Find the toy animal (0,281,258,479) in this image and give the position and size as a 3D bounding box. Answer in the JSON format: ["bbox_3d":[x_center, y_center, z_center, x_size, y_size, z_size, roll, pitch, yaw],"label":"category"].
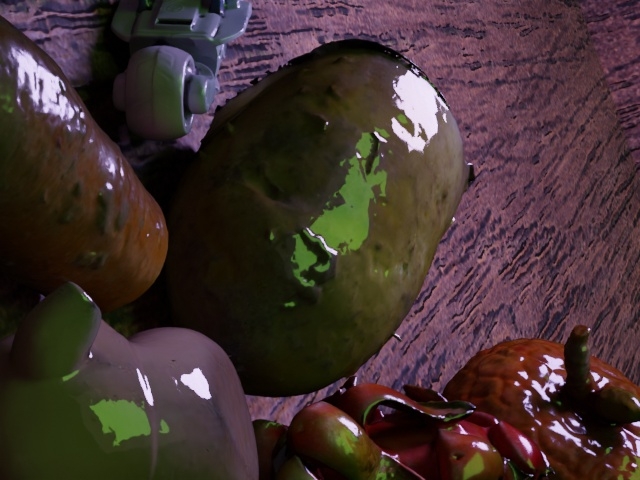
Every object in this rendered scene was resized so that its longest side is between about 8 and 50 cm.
[{"bbox_3d":[-0.127,0.122,1.155,0.250,0.154,0.166,11,72,-63],"label":"toy animal"}]

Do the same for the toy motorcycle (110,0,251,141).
[{"bbox_3d":[-0.109,-0.152,1.515,0.112,0.112,0.254,59,23,-29],"label":"toy motorcycle"}]

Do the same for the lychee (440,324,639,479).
[{"bbox_3d":[0.225,0.208,1.812,0.255,0.300,0.255,21,27,-11],"label":"lychee"}]

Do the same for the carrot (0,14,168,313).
[{"bbox_3d":[-0.198,-0.057,1.157,0.302,0.139,0.138,39,38,-56],"label":"carrot"}]

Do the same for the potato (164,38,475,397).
[{"bbox_3d":[-0.020,0.002,1.461,0.229,0.229,0.266,58,34,-33],"label":"potato"}]

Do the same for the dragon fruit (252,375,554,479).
[{"bbox_3d":[0.066,0.208,1.477,0.227,0.243,0.307,40,-29,44],"label":"dragon fruit"}]
